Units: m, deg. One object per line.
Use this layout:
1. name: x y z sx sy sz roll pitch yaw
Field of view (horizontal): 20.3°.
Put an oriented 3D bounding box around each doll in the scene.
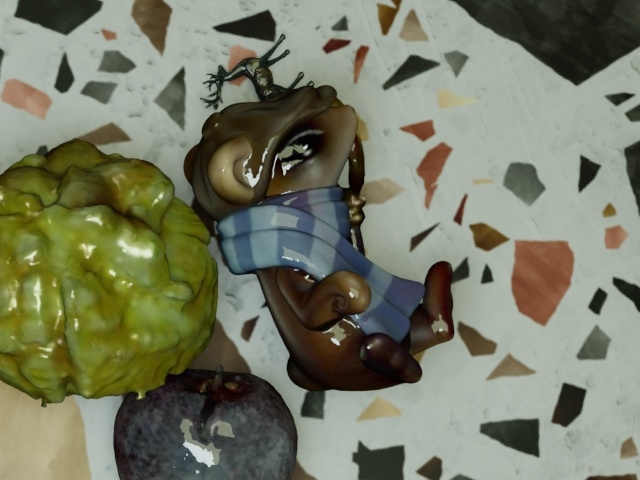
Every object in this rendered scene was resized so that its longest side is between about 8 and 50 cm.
1. doll: 0.004 -0.001 1.865 0.209 0.318 0.339 -30 89 -2

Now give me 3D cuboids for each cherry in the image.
1. cherry: -0.123 0.223 1.844 0.195 0.195 0.195 3 77 -12

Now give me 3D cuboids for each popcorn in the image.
1. popcorn: -0.247 0.041 1.804 0.282 0.282 0.247 -18 115 -15

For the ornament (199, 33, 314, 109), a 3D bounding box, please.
1. ornament: -0.077 -0.177 2.017 0.125 0.028 0.073 -27 84 -18
